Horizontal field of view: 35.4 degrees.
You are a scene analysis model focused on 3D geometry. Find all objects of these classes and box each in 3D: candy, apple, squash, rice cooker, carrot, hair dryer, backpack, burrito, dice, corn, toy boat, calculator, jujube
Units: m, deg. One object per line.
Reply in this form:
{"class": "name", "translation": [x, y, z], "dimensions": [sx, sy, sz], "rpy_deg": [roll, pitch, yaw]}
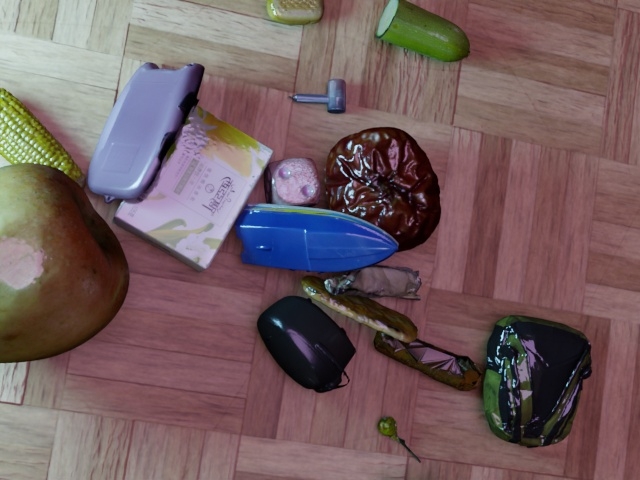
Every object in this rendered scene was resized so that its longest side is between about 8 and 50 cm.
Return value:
{"class": "candy", "translation": [0.157, 0.387, 1.940], "dimensions": [0.123, 0.035, 0.035], "rpy_deg": [47, 59, -13]}
{"class": "apple", "translation": [-0.497, 0.053, 1.661], "dimensions": [0.305, 0.338, 0.338], "rpy_deg": [-34, 93, 2]}
{"class": "squash", "translation": [0.213, -0.411, 2.004], "dimensions": [0.188, 0.095, 0.095], "rpy_deg": [20, 80, -16]}
{"class": "rice cooker", "translation": [-0.024, 0.192, 1.857], "dimensions": [0.203, 0.142, 0.118], "rpy_deg": [47, 64, -9]}
{"class": "carrot", "translation": [0.206, 0.228, 1.951], "dimensions": [0.229, 0.069, 0.069], "rpy_deg": [24, 79, -9]}
{"class": "hair dryer", "translation": [-0.007, -0.284, 1.964], "dimensions": [0.114, 0.037, 0.063], "rpy_deg": [1, 83, -7]}
{"class": "backpack", "translation": [0.419, 0.278, 1.956], "dimensions": [0.207, 0.140, 0.253], "rpy_deg": [11, 83, -11]}
{"class": "burrito", "translation": [0.105, 0.081, 1.907], "dimensions": [0.229, 0.063, 0.058], "rpy_deg": [6, 48, -37]}
{"class": "dice", "translation": [-0.056, -0.105, 1.901], "dimensions": [0.094, 0.093, 0.091], "rpy_deg": [-8, 87, -13]}
{"class": "corn", "translation": [-0.528, -0.174, 1.793], "dimensions": [0.261, 0.097, 0.097], "rpy_deg": [46, 76, -9]}
{"class": "toy boat", "translation": [0.000, 0.000, 1.832], "dimensions": [0.295, 0.088, 0.129], "rpy_deg": [5, 127, 19]}
{"class": "calculator", "translation": [-0.325, -0.199, 1.803], "dimensions": [0.043, 0.194, 0.294], "rpy_deg": [39, 68, -47]}
{"class": "jujube", "translation": [0.115, -0.090, 1.894], "dimensions": [0.213, 0.213, 0.232], "rpy_deg": [-13, 83, -15]}

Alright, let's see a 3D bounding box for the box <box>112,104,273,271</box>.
{"class": "box", "translation": [-0.235, -0.099, 1.849], "dimensions": [0.194, 0.111, 0.260], "rpy_deg": [30, 76, -9]}

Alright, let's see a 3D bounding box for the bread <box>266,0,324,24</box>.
{"class": "bread", "translation": [-0.051, -0.458, 1.957], "dimensions": [0.115, 0.056, 0.082], "rpy_deg": [-8, 87, -21]}

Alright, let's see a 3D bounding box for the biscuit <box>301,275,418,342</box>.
{"class": "biscuit", "translation": [0.074, 0.129, 1.901], "dimensions": [0.247, 0.118, 0.029], "rpy_deg": [25, 103, -7]}
